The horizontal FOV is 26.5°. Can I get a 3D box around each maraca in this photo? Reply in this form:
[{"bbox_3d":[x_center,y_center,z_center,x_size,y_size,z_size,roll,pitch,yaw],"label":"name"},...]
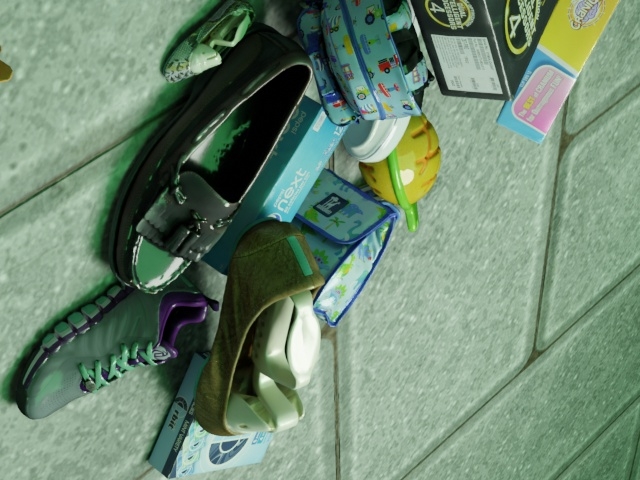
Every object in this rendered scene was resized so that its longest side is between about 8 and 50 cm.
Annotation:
[{"bbox_3d":[0.098,-0.092,1.631,0.185,0.099,0.127,70,20,-50],"label":"maraca"}]

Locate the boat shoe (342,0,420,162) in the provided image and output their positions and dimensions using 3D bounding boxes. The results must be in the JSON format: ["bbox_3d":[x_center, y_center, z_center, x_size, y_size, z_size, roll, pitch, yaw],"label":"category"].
[{"bbox_3d":[0.054,-0.209,1.497,0.084,0.095,0.258,-10,116,-46],"label":"boat shoe"}]

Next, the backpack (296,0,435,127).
[{"bbox_3d":[0.045,-0.188,1.364,0.117,0.173,0.158,-17,107,7],"label":"backpack"}]

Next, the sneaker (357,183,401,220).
[{"bbox_3d":[0.040,-0.025,1.661,0.144,0.059,0.053,-28,141,-38],"label":"sneaker"}]

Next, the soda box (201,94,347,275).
[{"bbox_3d":[-0.061,-0.062,1.473,0.210,0.071,0.067,-58,149,3],"label":"soda box"}]

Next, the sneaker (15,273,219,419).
[{"bbox_3d":[-0.209,0.111,1.397,0.223,0.098,0.083,-45,147,-19],"label":"sneaker"}]

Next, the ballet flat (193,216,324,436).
[{"bbox_3d":[-0.058,0.130,1.481,0.116,0.124,0.342,-18,141,-35],"label":"ballet flat"}]

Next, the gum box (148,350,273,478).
[{"bbox_3d":[-0.113,0.210,1.680,0.184,0.041,0.157,1,117,-55],"label":"gum box"}]

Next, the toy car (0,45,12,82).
[{"bbox_3d":[-0.306,-0.094,0.996,0.238,0.210,0.219,-47,161,-39],"label":"toy car"}]

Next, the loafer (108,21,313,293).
[{"bbox_3d":[-0.110,-0.075,1.354,0.109,0.095,0.302,28,94,-41],"label":"loafer"}]

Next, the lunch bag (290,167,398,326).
[{"bbox_3d":[0.000,0.000,1.561,0.151,0.129,0.096,-53,150,-4],"label":"lunch bag"}]

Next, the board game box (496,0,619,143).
[{"bbox_3d":[0.325,-0.306,1.644,0.242,0.064,0.316,-61,176,-51],"label":"board game box"}]

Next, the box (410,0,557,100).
[{"bbox_3d":[0.163,-0.384,1.340,0.318,0.097,0.395,-65,148,-30],"label":"box"}]

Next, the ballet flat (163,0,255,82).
[{"bbox_3d":[-0.105,-0.193,1.323,0.114,0.041,0.041,-48,148,-14],"label":"ballet flat"}]
